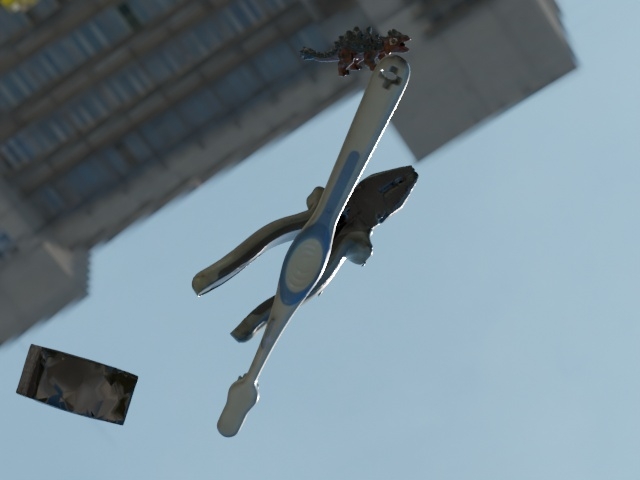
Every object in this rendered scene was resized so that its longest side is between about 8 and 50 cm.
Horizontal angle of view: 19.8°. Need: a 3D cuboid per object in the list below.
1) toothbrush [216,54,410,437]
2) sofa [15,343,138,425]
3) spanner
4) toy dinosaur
[{"bbox_3d":[-0.010,0.011,1.615,0.040,0.040,0.386,-113,-137,-61],"label":"toothbrush"},{"bbox_3d":[-0.257,0.153,1.948,0.039,0.118,0.060,4,-104,62],"label":"sofa"},{"bbox_3d":[0.000,0.000,1.918,0.325,0.095,0.040,-36,172,-39],"label":"spanner"},{"bbox_3d":[0.041,-0.226,2.191,0.154,0.055,0.049,-2,-160,31],"label":"toy dinosaur"}]
